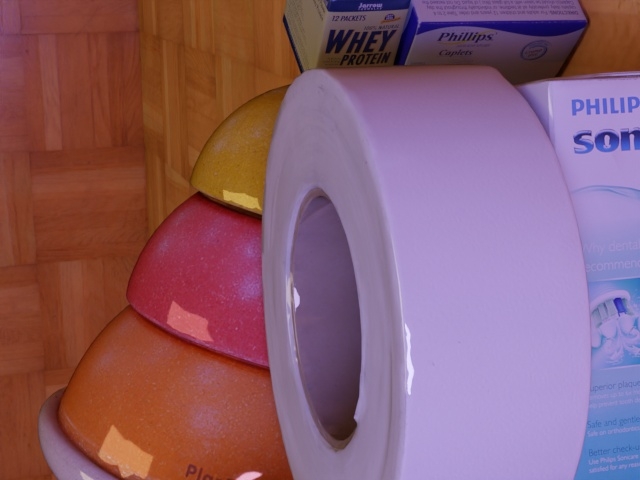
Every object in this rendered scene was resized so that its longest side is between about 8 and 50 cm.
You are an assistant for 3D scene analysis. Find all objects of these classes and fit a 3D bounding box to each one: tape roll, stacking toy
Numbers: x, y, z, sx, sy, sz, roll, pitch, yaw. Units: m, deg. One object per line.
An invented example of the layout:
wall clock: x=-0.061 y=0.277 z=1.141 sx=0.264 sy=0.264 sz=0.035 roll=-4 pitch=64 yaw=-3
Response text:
tape roll: x=0.046 y=0.042 z=0.684 sx=0.286 sy=0.100 sz=0.286 roll=176 pitch=90 yaw=-73
stacking toy: x=0.000 y=0.000 z=0.952 sx=0.350 sy=0.350 sz=0.480 roll=-144 pitch=71 yaw=-68

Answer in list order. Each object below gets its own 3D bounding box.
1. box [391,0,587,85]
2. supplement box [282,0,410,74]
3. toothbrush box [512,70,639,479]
box: x=0.098 y=-0.178 z=0.834 sx=0.072 sy=0.126 sz=0.137 roll=111 pitch=149 yaw=-53
supplement box: x=0.015 y=-0.155 z=0.798 sx=0.083 sy=0.056 sz=0.083 roll=104 pitch=155 yaw=-48
toothbrush box: x=0.150 y=0.052 z=0.729 sx=0.216 sy=0.126 sz=0.296 roll=-174 pitch=79 yaw=-74
